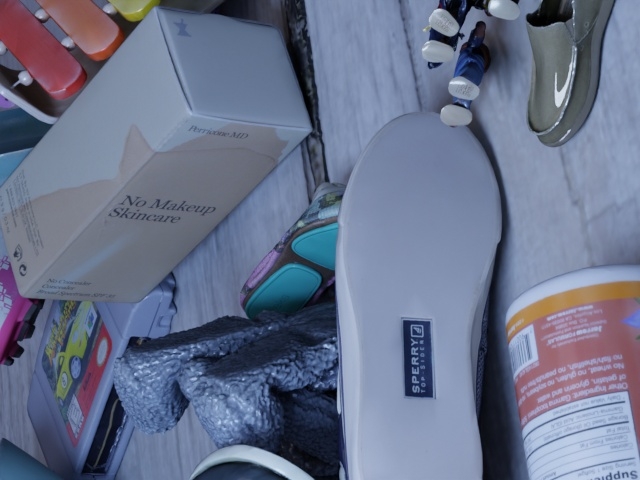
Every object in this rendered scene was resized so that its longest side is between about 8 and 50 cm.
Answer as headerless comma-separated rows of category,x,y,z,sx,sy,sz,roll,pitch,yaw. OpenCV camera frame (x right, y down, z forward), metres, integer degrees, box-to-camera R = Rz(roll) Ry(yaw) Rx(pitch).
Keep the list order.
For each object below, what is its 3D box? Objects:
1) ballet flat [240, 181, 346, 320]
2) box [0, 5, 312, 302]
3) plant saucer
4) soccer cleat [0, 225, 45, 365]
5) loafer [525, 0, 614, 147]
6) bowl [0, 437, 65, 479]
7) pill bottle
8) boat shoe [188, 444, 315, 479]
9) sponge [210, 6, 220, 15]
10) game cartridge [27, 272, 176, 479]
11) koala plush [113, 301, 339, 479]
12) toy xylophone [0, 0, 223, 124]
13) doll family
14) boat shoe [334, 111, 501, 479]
ballet flat,0.000,0.000,1.598,0.221,0.077,0.079,-42,30,51
box,-0.160,-0.072,1.760,0.311,0.148,0.121,-44,54,41
plant saucer,-0.321,-0.095,1.966,0.317,0.317,0.044,14,118,61
soccer cleat,-0.344,0.013,2.019,0.331,0.143,0.116,-76,11,-57
loafer,0.167,-0.139,1.333,0.056,0.050,0.148,27,108,60
bowl,-0.286,0.366,1.879,0.311,0.163,0.312,-162,90,-84
pill bottle,0.187,0.133,1.169,0.121,0.121,0.216,-39,52,52
boat shoe,-0.089,0.264,1.444,0.113,0.127,0.340,-55,5,-34
sponge,-0.133,-0.175,1.904,0.117,0.031,0.210,-48,45,46
game cartridge,-0.238,0.120,2.017,0.294,0.060,0.196,-68,28,26
koala plush,-0.027,0.177,1.532,0.196,0.203,0.221,9,114,56
toy xylophone,-0.206,-0.244,1.846,0.323,0.081,0.236,-45,41,-10
doll family,0.117,-0.171,1.382,0.193,0.076,0.111,-61,7,25
boat shoe,0.059,0.082,1.422,0.158,0.127,0.341,109,169,-62
